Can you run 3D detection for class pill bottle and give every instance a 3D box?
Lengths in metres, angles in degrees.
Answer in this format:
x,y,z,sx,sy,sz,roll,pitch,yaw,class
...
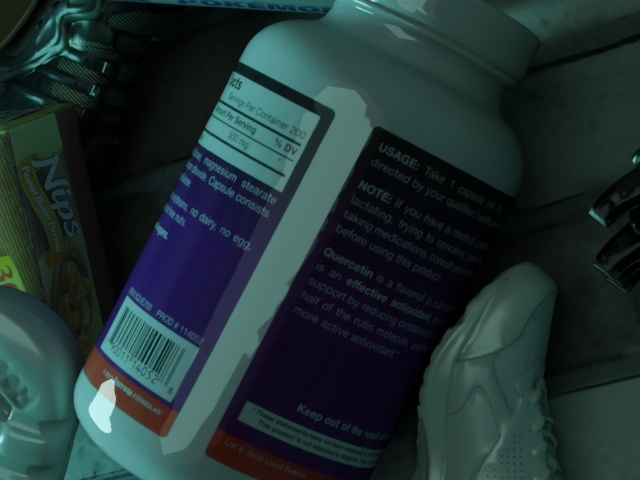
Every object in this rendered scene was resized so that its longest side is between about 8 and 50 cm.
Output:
x,y,z,sx,sy,sz,roll,pitch,yaw,class
0.000,0.000,1.019,0.181,0.181,0.323,30,94,29,pill bottle

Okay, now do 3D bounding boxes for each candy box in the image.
x,y,z,sx,sy,sz,roll,pitch,yaw,class
-0.297,0.018,1.188,0.316,0.087,0.183,-5,104,27,candy box

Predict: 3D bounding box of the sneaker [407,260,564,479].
x,y,z,sx,sy,sz,roll,pitch,yaw,class
0.109,0.130,1.001,0.115,0.090,0.232,19,98,22,sneaker

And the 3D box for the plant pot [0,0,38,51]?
x,y,z,sx,sy,sz,roll,pitch,yaw,class
-0.349,-0.251,1.215,0.284,0.284,0.191,-56,46,7,plant pot

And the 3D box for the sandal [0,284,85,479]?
x,y,z,sx,sy,sz,roll,pitch,yaw,class
-0.246,0.203,1.147,0.169,0.102,0.416,35,116,6,sandal

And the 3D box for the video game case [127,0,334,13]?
x,y,z,sx,sy,sz,roll,pitch,yaw,class
-0.045,-0.311,1.126,0.299,0.036,0.329,4,82,6,video game case

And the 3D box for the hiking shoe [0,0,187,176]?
x,y,z,sx,sy,sz,roll,pitch,yaw,class
-0.152,-0.103,1.187,0.227,0.086,0.114,-33,83,22,hiking shoe

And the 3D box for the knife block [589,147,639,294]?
x,y,z,sx,sy,sz,roll,pitch,yaw,class
0.282,-0.047,0.924,0.088,0.275,0.242,59,144,22,knife block
